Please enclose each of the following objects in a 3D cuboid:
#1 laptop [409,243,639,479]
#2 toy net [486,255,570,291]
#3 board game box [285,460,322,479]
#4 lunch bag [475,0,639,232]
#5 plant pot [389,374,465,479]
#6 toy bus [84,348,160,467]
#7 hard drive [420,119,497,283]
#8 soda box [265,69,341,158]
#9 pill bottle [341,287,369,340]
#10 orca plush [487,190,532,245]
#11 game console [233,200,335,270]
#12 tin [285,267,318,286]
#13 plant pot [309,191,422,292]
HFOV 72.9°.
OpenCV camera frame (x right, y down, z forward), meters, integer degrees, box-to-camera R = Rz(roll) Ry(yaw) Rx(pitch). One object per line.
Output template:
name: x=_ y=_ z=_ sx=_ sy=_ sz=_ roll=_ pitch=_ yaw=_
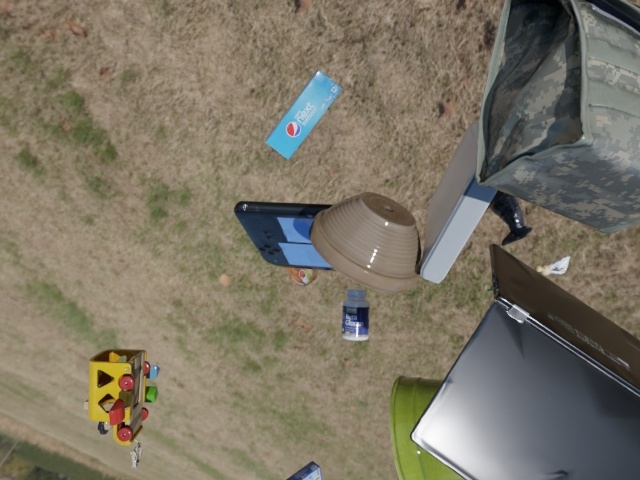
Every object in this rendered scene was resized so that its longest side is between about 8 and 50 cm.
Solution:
laptop: x=0.411 y=0.263 z=0.797 sx=0.382 sy=0.408 sz=0.236 roll=35 pitch=117 yaw=4
toy net: x=0.582 y=0.104 z=1.187 sx=0.232 sy=0.045 sz=0.122 roll=-17 pitch=160 yaw=-9
board game box: x=-0.077 y=0.655 z=1.054 sx=0.035 sy=0.201 sz=0.136 roll=8 pitch=110 yaw=50
lunch bag: x=0.335 y=-0.182 z=0.526 sx=0.235 sy=0.286 sz=0.169 roll=16 pitch=161 yaw=-21
plant pot: x=0.443 y=0.600 z=1.359 sx=0.353 sy=0.366 sz=0.366 roll=-13 pitch=132 yaw=24
toy bus: x=-0.404 y=0.314 z=0.854 sx=0.105 sy=0.202 sz=0.190 roll=3 pitch=136 yaw=-3
hard drive: x=0.276 y=-0.096 z=0.870 sx=0.047 sy=0.353 sz=0.233 roll=24 pitch=119 yaw=4
soda box: x=-0.044 y=-0.305 z=1.051 sx=0.071 sy=0.067 sz=0.210 roll=35 pitch=103 yaw=-19
pill bottle: x=0.121 y=0.251 z=1.488 sx=0.094 sy=0.169 sz=0.094 roll=2 pitch=177 yaw=0
orca plush: x=0.461 y=-0.121 z=1.198 sx=0.102 sy=0.287 sz=0.151 roll=-1 pitch=159 yaw=-16
game console: x=0.000 y=0.000 z=1.150 sx=0.387 sy=0.060 sz=0.342 roll=3 pitch=158 yaw=11
tin: x=-0.075 y=0.056 z=1.392 sx=0.106 sy=0.040 sz=0.189 roll=-40 pitch=74 yaw=43
plant pot: x=0.106 y=-0.017 z=0.834 sx=0.238 sy=0.237 sz=0.109 roll=25 pitch=119 yaw=-3
